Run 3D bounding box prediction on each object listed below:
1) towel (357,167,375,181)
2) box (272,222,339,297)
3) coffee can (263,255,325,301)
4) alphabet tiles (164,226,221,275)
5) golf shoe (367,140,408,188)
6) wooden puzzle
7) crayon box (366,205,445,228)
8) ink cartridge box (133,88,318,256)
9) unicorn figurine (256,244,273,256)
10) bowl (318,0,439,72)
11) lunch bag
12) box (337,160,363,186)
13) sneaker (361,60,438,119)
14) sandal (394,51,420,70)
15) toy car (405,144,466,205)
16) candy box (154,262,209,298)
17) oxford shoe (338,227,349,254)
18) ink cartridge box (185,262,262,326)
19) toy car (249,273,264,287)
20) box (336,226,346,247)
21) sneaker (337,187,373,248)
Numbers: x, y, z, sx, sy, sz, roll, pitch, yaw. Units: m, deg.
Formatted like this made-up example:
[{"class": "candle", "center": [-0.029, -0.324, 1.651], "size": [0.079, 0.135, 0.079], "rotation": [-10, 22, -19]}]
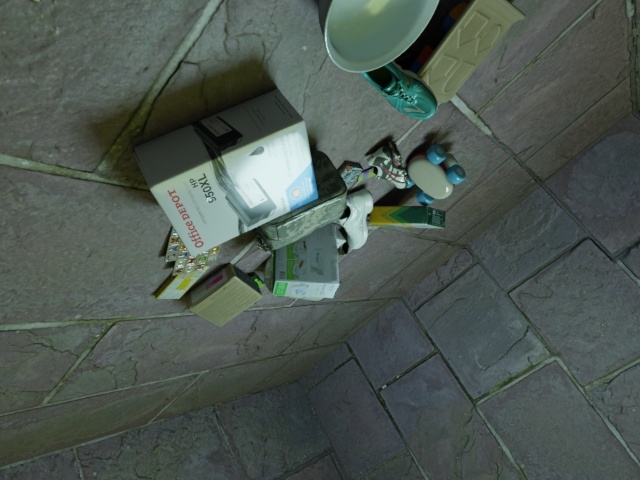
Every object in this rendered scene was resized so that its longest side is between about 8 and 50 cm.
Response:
[{"class": "towel", "center": [0.180, -0.254, 1.735], "size": [0.083, 0.009, 0.060], "rotation": [-24, 155, -15]}, {"class": "box", "center": [-0.057, 0.065, 1.665], "size": [0.231, 0.262, 0.127], "rotation": [4, 148, -11]}, {"class": "coffee can", "center": [-0.085, 0.157, 1.955], "size": [0.201, 0.201, 0.275], "rotation": [-40, 153, 16]}, {"class": "alphabet tiles", "center": [-0.424, 0.028, 1.523], "size": [0.198, 0.009, 0.237], "rotation": [-11, 141, -39]}, {"class": "golf shoe", "center": [0.257, -0.272, 1.711], "size": [0.120, 0.105, 0.273], "rotation": [-24, 150, 11]}, {"class": "wooden puzzle", "center": [0.394, -0.550, 1.309], "size": [0.322, 0.080, 0.348], "rotation": [-16, 156, -51]}, {"class": "crayon box", "center": [0.361, -0.103, 2.003], "size": [0.323, 0.083, 0.203], "rotation": [2, 178, 36]}, {"class": "ink cartridge box", "center": [-0.228, -0.169, 1.178], "size": [0.395, 0.166, 0.285], "rotation": [-26, 144, -11]}, {"class": "unicorn figurine", "center": [-0.162, 0.042, 1.800], "size": [0.162, 0.111, 0.060], "rotation": [-30, 150, -42]}, {"class": "bowl", "center": [0.106, -0.529, 0.980], "size": [0.298, 0.134, 0.298], "rotation": [-27, 155, -14]}, {"class": "lunch bag", "center": [-0.079, -0.108, 1.459], "size": [0.305, 0.212, 0.256], "rotation": [-26, 154, -12]}, {"class": "box", "center": [0.083, -0.227, 1.651], "size": [0.094, 0.027, 0.137], "rotation": [0, 141, -48]}, {"class": "sneaker", "center": [0.196, -0.404, 1.197], "size": [0.275, 0.110, 0.107], "rotation": [31, 124, -19]}, {"class": "sandal", "center": [0.208, -0.500, 1.270], "size": [0.179, 0.040, 0.067], "rotation": [-20, 154, -19]}, {"class": "toy car", "center": [0.479, -0.303, 1.851], "size": [0.238, 0.210, 0.219], "rotation": [-50, -175, -40]}, {"class": "candy box", "center": [-0.508, 0.147, 1.658], "size": [0.206, 0.027, 0.105], "rotation": [-43, 150, 22]}, {"class": "oxford shoe", "center": [0.070, 0.038, 2.055], "size": [0.083, 0.096, 0.227], "rotation": [-2, 144, -51]}, {"class": "ink cartridge box", "center": [-0.384, 0.223, 1.812], "size": [0.234, 0.088, 0.193], "rotation": [-35, 136, 8]}, {"class": "toy car", "center": [-0.270, 0.194, 1.998], "size": [0.239, 0.053, 0.225], "rotation": [-32, 155, -1]}, {"class": "box", "center": [0.000, 0.000, 1.902], "size": [0.130, 0.091, 0.170], "rotation": [-43, 153, 21]}, {"class": "sneaker", "center": [0.123, -0.081, 1.872], "size": [0.152, 0.114, 0.305], "rotation": [-17, 136, -21]}]
